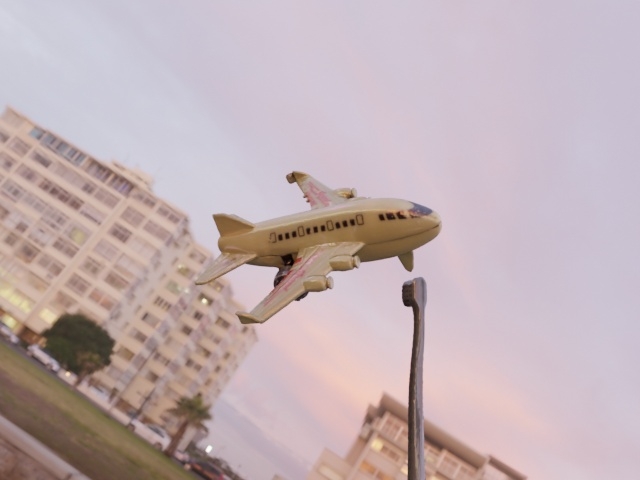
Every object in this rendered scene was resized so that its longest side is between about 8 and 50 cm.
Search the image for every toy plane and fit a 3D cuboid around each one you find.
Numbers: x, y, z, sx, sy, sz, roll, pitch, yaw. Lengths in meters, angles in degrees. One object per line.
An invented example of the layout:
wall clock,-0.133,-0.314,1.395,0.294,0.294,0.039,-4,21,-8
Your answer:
toy plane,0.000,0.000,0.723,0.244,0.229,0.092,-1,-50,15

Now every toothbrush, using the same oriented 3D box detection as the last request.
toothbrush,0.125,0.196,0.950,0.030,0.297,0.030,8,-13,-36
